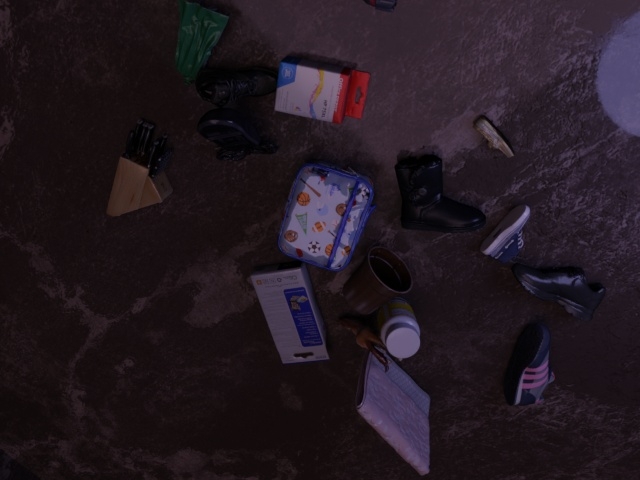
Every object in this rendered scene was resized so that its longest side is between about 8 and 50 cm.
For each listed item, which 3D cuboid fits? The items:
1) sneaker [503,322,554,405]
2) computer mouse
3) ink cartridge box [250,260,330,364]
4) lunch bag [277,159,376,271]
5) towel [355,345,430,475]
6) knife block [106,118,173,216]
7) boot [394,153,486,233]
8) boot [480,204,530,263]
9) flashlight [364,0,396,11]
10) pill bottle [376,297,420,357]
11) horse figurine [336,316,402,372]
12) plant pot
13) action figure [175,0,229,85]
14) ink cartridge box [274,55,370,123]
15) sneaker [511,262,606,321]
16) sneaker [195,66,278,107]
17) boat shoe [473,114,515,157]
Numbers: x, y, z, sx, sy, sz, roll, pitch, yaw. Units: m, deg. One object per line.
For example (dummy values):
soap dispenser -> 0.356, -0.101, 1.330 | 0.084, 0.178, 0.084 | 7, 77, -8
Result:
sneaker -> 0.681, 0.390, 1.781 | 0.131, 0.112, 0.319 | 3, 123, -9
computer mouse -> -0.244, -0.297, 1.537 | 0.188, 0.272, 0.072 | -5, 78, 14
ink cartridge box -> -0.092, 0.245, 1.876 | 0.176, 0.069, 0.371 | -9, 114, 16
lunch bag -> 0.022, -0.075, 1.619 | 0.243, 0.115, 0.303 | 20, 107, 3
towel -> 0.244, 0.526, 1.814 | 0.053, 0.317, 0.332 | -35, 107, 27
knife block -> -0.567, -0.221, 1.708 | 0.276, 0.088, 0.242 | -15, 114, 20
boot -> 0.331, -0.130, 1.560 | 0.246, 0.094, 0.207 | 3, 123, 18
boot -> 0.545, -0.017, 1.601 | 0.086, 0.069, 0.190 | 27, 129, -12
flashlight -> 0.038, -0.626, 1.348 | 0.304, 0.103, 0.103 | 12, 123, 4
pill bottle -> 0.237, 0.264, 1.721 | 0.119, 0.208, 0.119 | 0, 107, 1
horse figurine -> 0.157, 0.316, 1.779 | 0.174, 0.263, 0.066 | 36, 94, -15
plant pot -> 0.163, 0.132, 1.712 | 0.167, 0.167, 0.165 | 36, 127, -8
action figure -> -0.334, -0.518, 1.509 | 0.137, 0.063, 0.232 | 24, 128, -3
ink cartridge box -> 0.004, -0.394, 1.495 | 0.231, 0.078, 0.134 | 12, 120, 5
sneaker -> 0.685, 0.119, 1.630 | 0.286, 0.109, 0.130 | 24, 111, -10
sneaker -> -0.218, -0.402, 1.496 | 0.227, 0.130, 0.087 | 1, 129, -7
boat shoe -> 0.456, -0.267, 1.488 | 0.135, 0.050, 0.045 | 48, 121, -4
